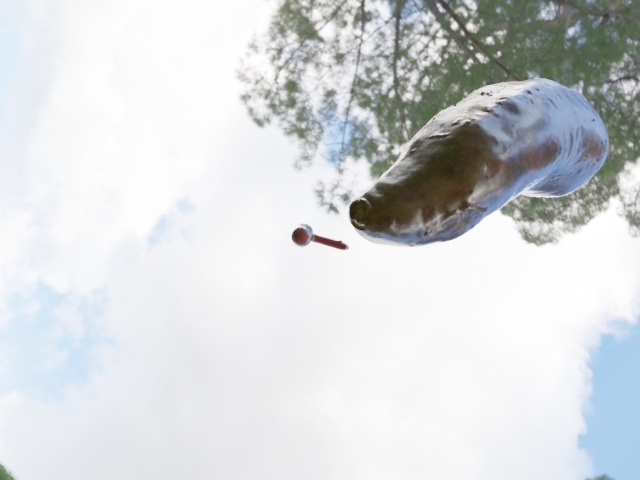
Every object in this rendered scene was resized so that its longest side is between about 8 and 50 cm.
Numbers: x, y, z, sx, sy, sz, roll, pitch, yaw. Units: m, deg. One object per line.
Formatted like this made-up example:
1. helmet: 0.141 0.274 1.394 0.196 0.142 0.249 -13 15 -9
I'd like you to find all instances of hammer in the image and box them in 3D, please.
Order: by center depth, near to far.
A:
1. hammer: 0.000 0.000 0.789 0.083 0.052 0.031 16 -77 1

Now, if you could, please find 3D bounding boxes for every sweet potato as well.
1. sweet potato: 0.124 -0.064 0.394 0.097 0.292 0.097 15 -67 41

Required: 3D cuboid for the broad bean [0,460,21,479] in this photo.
1. broad bean: -0.414 0.351 0.659 0.100 0.169 0.228 -24 -146 6
